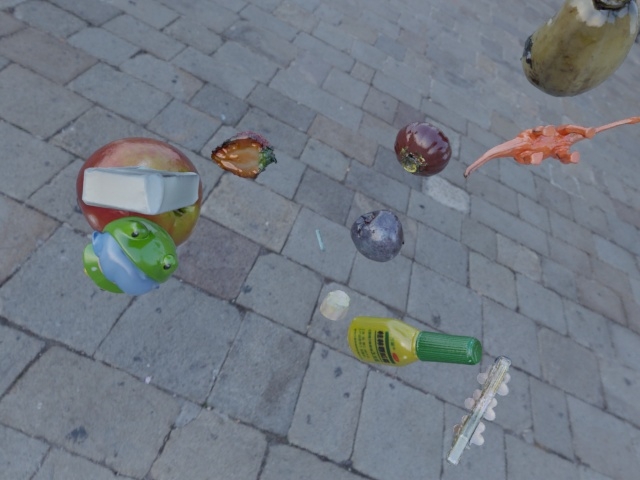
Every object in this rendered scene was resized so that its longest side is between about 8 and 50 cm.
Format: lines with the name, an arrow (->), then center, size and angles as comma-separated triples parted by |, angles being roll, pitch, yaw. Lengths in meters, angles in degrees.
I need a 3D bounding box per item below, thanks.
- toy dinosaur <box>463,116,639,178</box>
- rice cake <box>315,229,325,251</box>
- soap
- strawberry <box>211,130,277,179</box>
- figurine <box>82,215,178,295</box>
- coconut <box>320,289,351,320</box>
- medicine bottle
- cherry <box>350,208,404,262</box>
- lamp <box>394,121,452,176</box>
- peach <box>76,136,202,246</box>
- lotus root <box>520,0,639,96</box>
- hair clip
toy dinosaur -> 0.324, -0.134, 0.625 | 0.280, 0.055, 0.101 | -9, 15, -4
rice cake -> 0.000, 0.000, 1.946 | 0.022, 0.022, 0.121 | -23, 46, 8
soap -> -0.292, -0.090, 0.777 | 0.122, 0.063, 0.183 | 8, 11, 5
strawberry -> -0.212, -0.251, 1.335 | 0.140, 0.192, 0.085 | 52, 34, -16
figurine -> -0.391, 0.039, 0.925 | 0.162, 0.263, 0.143 | 55, 44, -18
coconut -> 0.062, 0.280, 1.949 | 0.116, 0.122, 0.116 | 17, 37, -14
medicine bottle -> 0.163, 0.189, 0.840 | 0.064, 0.261, 0.095 | -18, 99, -46
cherry -> 0.203, -0.015, 1.632 | 0.195, 0.195, 0.195 | 15, 47, -17
lamp -> 0.174, -0.156, 0.786 | 0.101, 0.101, 0.090 | 38, 65, 5
peach -> -0.558, -0.140, 1.414 | 0.388, 0.388, 0.388 | 15, 47, -17
lotus root -> 0.431, -0.330, 0.780 | 0.155, 0.257, 0.140 | 5, 77, 8
hair clip -> 0.284, 0.306, 0.825 | 0.062, 0.056, 0.214 | 29, 77, 20
